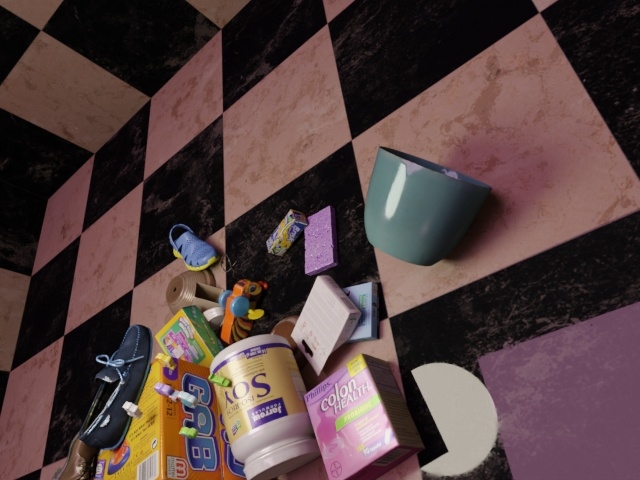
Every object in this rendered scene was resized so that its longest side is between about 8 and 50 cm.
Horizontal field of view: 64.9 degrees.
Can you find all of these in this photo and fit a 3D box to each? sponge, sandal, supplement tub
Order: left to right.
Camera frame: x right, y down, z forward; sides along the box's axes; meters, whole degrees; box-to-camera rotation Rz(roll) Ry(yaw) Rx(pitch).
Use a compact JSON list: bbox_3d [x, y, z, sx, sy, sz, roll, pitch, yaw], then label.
[{"bbox_3d":[-0.523,0.024,2.027,0.126,0.138,0.317,-35,35,-31],"label":"sandal"},{"bbox_3d":[-0.149,0.453,1.374,0.241,0.241,0.331,-39,57,23],"label":"supplement tub"},{"bbox_3d":[0.000,0.000,1.635,0.117,0.031,0.210,-24,55,34],"label":"sponge"}]

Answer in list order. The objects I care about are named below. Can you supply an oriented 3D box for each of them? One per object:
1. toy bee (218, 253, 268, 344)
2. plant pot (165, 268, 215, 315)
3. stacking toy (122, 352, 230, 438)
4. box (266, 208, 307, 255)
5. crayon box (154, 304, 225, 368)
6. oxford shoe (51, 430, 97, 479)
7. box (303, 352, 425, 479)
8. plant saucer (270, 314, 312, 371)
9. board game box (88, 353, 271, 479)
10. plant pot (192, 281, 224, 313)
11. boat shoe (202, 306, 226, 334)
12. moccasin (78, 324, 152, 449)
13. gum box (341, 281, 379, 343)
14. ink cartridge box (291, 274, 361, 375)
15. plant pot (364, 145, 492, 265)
[{"bbox_3d":[-0.249,0.201,1.709,0.195,0.162,0.298,43,126,38],"label":"toy bee"},{"bbox_3d":[-0.529,0.207,1.983,0.237,0.109,0.237,-22,55,34],"label":"plant pot"},{"bbox_3d":[-0.367,0.391,1.282,0.221,0.052,0.167,13,49,19],"label":"stacking toy"},{"bbox_3d":[-0.116,-0.025,1.715,0.169,0.059,0.054,-50,40,30],"label":"box"},{"bbox_3d":[-0.429,0.383,1.729,0.165,0.081,0.278,-43,74,19],"label":"crayon box"},{"bbox_3d":[-0.647,0.606,1.384,0.096,0.083,0.227,19,82,35],"label":"oxford shoe"},{"bbox_3d":[0.100,0.446,1.247,0.213,0.117,0.243,-41,46,21],"label":"box"},{"bbox_3d":[-0.106,0.325,1.569,0.198,0.036,0.199,-21,55,35],"label":"plant saucer"},{"bbox_3d":[-0.407,0.611,1.453,0.356,0.356,0.356,-41,41,22],"label":"board game box"},{"bbox_3d":[-0.426,0.233,1.862,0.096,0.109,0.109,-64,19,20],"label":"plant pot"},{"bbox_3d":[-0.421,0.346,1.823,0.277,0.098,0.096,-46,48,26],"label":"boat shoe"},{"bbox_3d":[-0.558,0.388,1.384,0.137,0.117,0.342,-21,51,38],"label":"moccasin"},{"bbox_3d":[0.082,0.213,1.439,0.184,0.041,0.157,-17,59,39],"label":"gum box"},{"bbox_3d":[0.012,0.241,1.442,0.181,0.056,0.225,47,124,45],"label":"ink cartridge box"},{"bbox_3d":[0.244,-0.077,1.269,0.293,0.293,0.235,38,114,47],"label":"plant pot"}]
